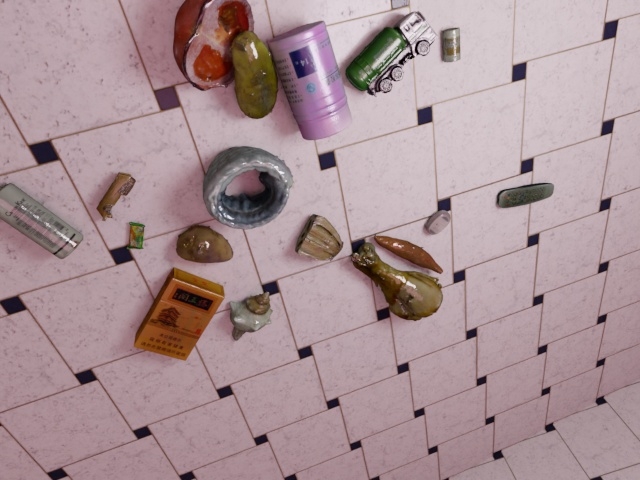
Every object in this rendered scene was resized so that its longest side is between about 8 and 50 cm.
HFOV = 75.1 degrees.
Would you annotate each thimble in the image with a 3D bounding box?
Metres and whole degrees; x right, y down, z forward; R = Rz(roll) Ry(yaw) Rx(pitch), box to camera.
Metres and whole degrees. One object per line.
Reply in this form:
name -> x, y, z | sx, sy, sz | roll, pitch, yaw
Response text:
thimble -> -0.196, -0.147, 1.137 | 0.249, 0.172, 0.205 | -17, 119, -7

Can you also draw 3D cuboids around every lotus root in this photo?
lotus root -> -0.002, 0.000, 1.338 | 0.144, 0.070, 0.143 | 33, 97, -25

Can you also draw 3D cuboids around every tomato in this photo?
tomato -> -0.259, -0.474, 0.971 | 0.228, 0.112, 0.199 | -56, 161, 13

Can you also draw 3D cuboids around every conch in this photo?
conch -> -0.241, 0.250, 1.370 | 0.233, 0.114, 0.137 | -38, 108, 11

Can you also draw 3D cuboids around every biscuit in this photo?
biscuit -> -0.527, -0.011, 1.192 | 0.046, 0.016, 0.089 | 7, 114, -21

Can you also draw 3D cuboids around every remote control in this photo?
remote control -> 0.741, -0.167, 1.504 | 0.221, 0.042, 0.072 | -12, 119, -10

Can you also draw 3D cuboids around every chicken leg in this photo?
chicken leg -> 0.266, 0.142, 1.465 | 0.429, 0.153, 0.201 | 36, 98, -22

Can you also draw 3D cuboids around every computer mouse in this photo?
computer mouse -> 0.408, -0.066, 1.453 | 0.066, 0.039, 0.096 | 32, 111, -28

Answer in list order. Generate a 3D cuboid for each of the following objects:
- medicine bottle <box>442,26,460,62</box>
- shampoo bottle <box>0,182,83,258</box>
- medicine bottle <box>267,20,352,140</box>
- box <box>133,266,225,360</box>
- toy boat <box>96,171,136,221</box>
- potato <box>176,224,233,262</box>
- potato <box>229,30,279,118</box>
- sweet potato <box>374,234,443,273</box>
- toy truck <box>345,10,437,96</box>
medicine bottle -> 0.372, -0.553, 1.179 | 0.047, 0.047, 0.083 | -19, 122, -8
shampoo bottle -> -0.742, -0.062, 1.057 | 0.085, 0.085, 0.262 | -40, 121, 5
medicine bottle -> -0.021, -0.404, 1.069 | 0.152, 0.152, 0.254 | -25, 121, -4
box -> -0.445, 0.237, 1.315 | 0.174, 0.076, 0.274 | 26, 106, -29
toy boat -> -0.548, -0.116, 1.111 | 0.048, 0.047, 0.149 | 32, 103, -29
potato -> -0.334, 0.018, 1.227 | 0.171, 0.089, 0.101 | 7, 112, -19
potato -> -0.163, -0.403, 1.030 | 0.117, 0.090, 0.226 | -41, 152, -25
sweet potato -> 0.311, 0.036, 1.460 | 0.314, 0.066, 0.072 | 27, 99, -25
toy truck -> 0.185, -0.496, 1.121 | 0.242, 0.101, 0.125 | -43, 109, 10
